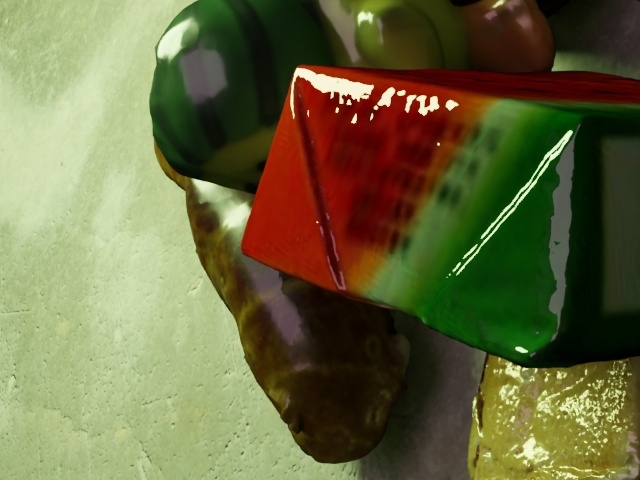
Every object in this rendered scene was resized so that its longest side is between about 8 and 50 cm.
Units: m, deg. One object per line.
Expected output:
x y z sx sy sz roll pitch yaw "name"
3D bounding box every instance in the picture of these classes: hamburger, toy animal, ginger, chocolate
0.211 0.140 1.174 0.214 0.108 0.213 -23 56 41 "hamburger"
0.012 -0.151 1.286 0.216 0.338 0.191 122 133 -69 "toy animal"
0.000 0.000 1.429 0.254 0.176 0.418 -25 63 9 "ginger"
0.177 -0.032 1.072 0.341 0.360 0.161 19 107 51 "chocolate"

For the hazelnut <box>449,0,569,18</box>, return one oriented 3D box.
0.150 -0.302 1.369 0.234 0.218 0.218 4 77 51 "hazelnut"
